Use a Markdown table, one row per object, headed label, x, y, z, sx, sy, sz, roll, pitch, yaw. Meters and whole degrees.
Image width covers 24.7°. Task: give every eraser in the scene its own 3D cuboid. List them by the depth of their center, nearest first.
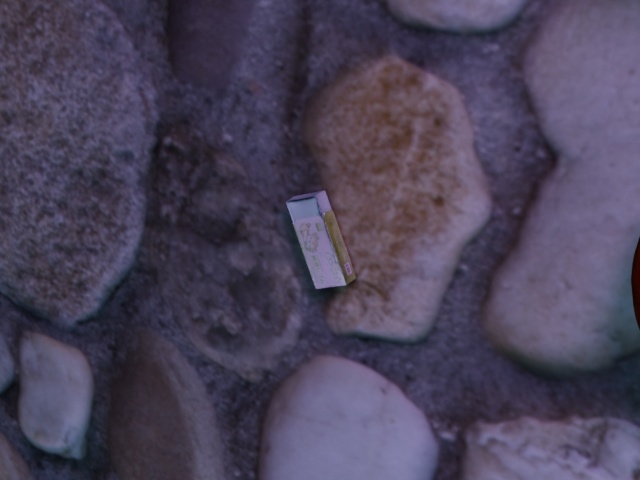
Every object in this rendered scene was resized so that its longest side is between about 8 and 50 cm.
| label | x | y | z | sx | sy | sz | roll | pitch | yaw |
| --- | --- | --- | --- | --- | --- | --- | --- | --- | --- |
| eraser | 0.000 | 0.000 | 1.264 | 0.038 | 0.019 | 0.083 | -8 | 106 | 41 |

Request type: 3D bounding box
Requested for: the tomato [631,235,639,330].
| label | x | y | z | sx | sy | sz | roll | pitch | yaw |
| --- | --- | --- | --- | --- | --- | --- | --- | --- | --- |
| tomato | 0.306 | 0.047 | 0.989 | 0.225 | 0.085 | 0.225 | 24 | 129 | 33 |
